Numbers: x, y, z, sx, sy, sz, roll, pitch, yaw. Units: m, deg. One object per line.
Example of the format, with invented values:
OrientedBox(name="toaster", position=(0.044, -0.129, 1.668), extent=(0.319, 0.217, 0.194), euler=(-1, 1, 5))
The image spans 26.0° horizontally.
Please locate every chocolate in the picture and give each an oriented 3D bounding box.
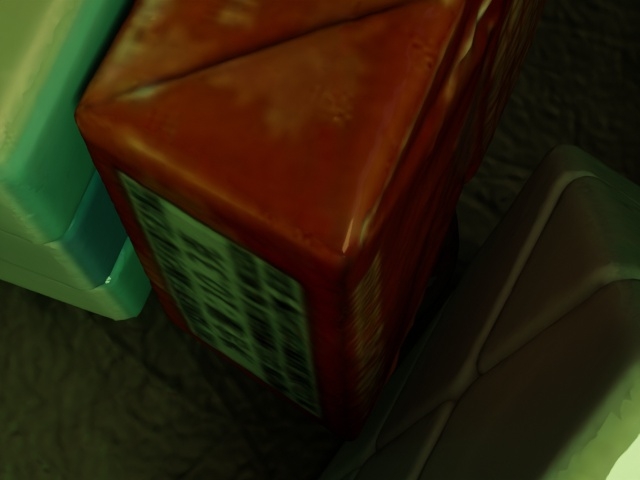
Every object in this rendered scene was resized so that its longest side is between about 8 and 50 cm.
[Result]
OrientedBox(name="chocolate", position=(0.014, -0.068, 0.517), extent=(0.108, 0.237, 0.234), euler=(21, 73, 8))

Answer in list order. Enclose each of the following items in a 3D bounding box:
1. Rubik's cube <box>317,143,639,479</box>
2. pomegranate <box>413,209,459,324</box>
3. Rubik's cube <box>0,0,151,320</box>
OrientedBox(name="Rubik's cube", position=(0.140, 0.194, 0.529), extent=(0.316, 0.322, 0.318), euler=(33, 104, -5))
OrientedBox(name="pomegranate", position=(0.007, -0.002, 0.680), extent=(0.130, 0.130, 0.130), euler=(2, 83, -12))
OrientedBox(name="Rubik's cube", position=(-0.168, -0.163, 0.555), extent=(0.291, 0.290, 0.291), euler=(21, 78, 3))
